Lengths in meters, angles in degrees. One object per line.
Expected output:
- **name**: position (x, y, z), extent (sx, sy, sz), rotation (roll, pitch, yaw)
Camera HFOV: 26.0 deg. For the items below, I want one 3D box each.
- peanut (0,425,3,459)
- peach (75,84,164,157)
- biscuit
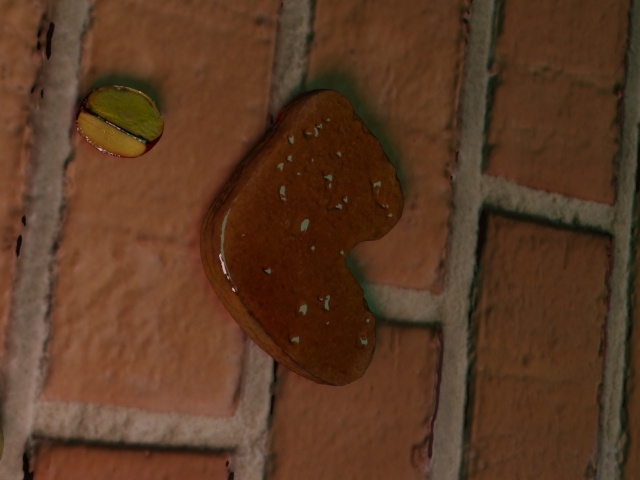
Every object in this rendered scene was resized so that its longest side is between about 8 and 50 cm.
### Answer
- **peanut**: position (-0.348, 0.243, 1.271), extent (0.082, 0.082, 0.187), rotation (21, 77, -30)
- **peach**: position (-0.207, -0.116, 1.400), extent (0.083, 0.050, 0.077), rotation (-12, 70, -43)
- **biscuit**: position (-0.001, 0.000, 1.530), extent (0.262, 0.052, 0.277), rotation (45, 64, -28)
